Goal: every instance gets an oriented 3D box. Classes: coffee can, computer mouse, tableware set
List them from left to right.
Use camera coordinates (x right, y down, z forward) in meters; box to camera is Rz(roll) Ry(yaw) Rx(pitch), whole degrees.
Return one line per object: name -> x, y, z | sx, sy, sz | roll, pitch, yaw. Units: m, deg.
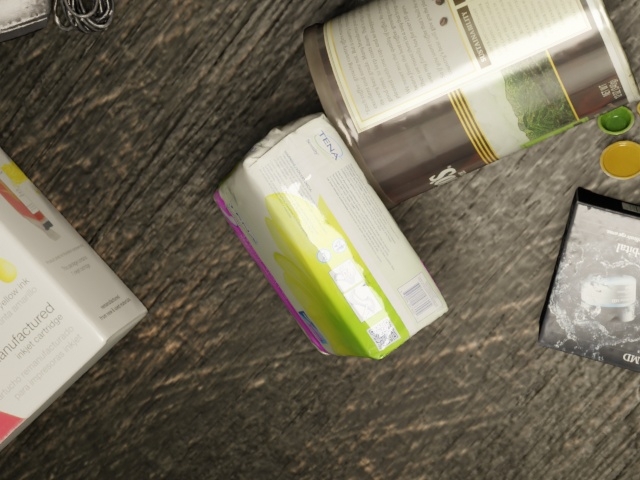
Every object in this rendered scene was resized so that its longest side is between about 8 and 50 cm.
computer mouse -> -0.378, -0.277, 1.521 | 0.272, 0.072, 0.189 | -19, 97, 13
coffee can -> 0.148, -0.175, 1.376 | 0.275, 0.201, 0.202 | -24, 95, 13
tableware set -> 0.334, -0.080, 1.402 | 0.104, 0.024, 0.154 | -10, 56, 10

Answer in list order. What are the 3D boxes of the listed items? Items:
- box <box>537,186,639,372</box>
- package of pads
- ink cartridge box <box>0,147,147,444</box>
box -> 0.319, 0.045, 1.440 | 0.156, 0.093, 0.158 | 15, 103, 7
package of pads -> 0.000, 0.000, 1.388 | 0.101, 0.296, 0.229 | -34, 93, -11
ink cartridge box -> -0.432, 0.041, 1.540 | 0.279, 0.160, 0.385 | -43, 90, 14
